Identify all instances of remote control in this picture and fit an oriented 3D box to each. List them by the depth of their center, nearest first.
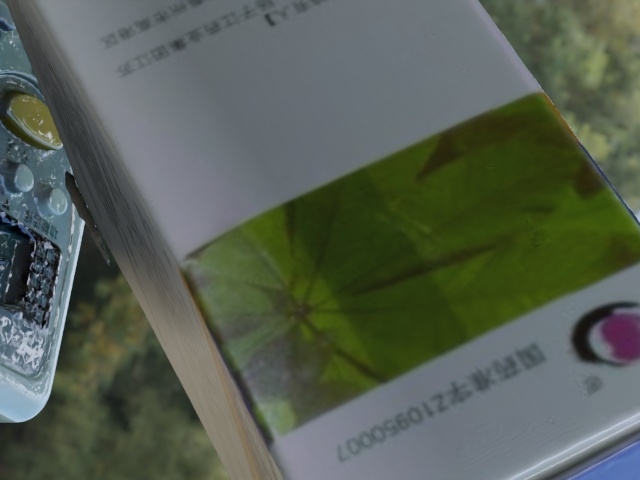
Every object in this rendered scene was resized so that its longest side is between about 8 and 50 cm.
[{"bbox_3d":[-0.142,-0.074,0.879,0.140,0.056,0.296,42,53,-58],"label":"remote control"}]

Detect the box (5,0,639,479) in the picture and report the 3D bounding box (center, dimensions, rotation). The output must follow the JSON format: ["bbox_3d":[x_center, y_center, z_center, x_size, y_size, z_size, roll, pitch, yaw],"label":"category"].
[{"bbox_3d":[0.000,0.000,0.574,0.299,0.106,0.200,58,-10,34],"label":"box"}]
